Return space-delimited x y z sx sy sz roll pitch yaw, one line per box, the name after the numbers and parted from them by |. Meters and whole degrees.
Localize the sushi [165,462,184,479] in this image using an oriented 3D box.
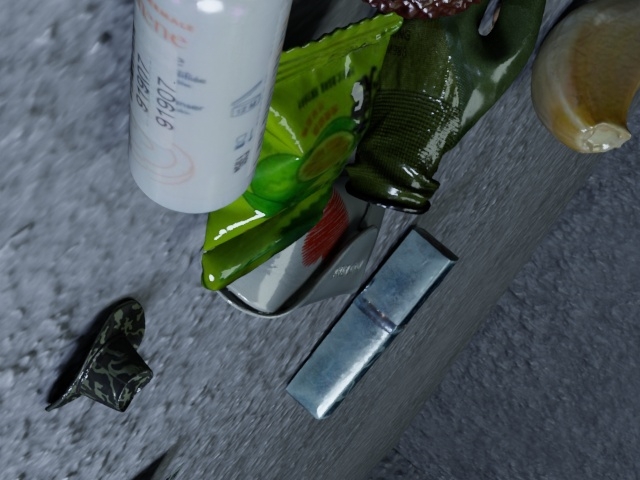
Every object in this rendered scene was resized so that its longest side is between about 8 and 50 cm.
-0.236 0.324 1.498 0.201 0.031 0.139 -40 164 -53 | sushi

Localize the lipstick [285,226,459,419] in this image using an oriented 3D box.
0.066 0.114 1.848 0.289 0.076 0.077 -51 170 13 | lipstick

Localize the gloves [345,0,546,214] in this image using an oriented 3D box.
0.097 -0.149 1.078 0.107 0.135 0.268 28 87 -57 | gloves

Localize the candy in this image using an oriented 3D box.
-0.020 -0.074 0.997 0.149 0.069 0.246 -36 165 -35 | candy

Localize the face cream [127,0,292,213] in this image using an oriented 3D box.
-0.059 -0.111 0.721 0.082 0.082 0.269 -44 165 -26 | face cream

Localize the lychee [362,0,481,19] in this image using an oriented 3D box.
0.059 -0.198 0.809 0.123 0.123 0.129 -38 134 -45 | lychee

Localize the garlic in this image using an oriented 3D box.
0.353 -0.215 1.697 0.245 0.164 0.145 -51 152 -22 | garlic

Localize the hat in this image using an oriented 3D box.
-0.160 0.103 1.063 0.121 0.050 0.121 -49 171 -11 | hat

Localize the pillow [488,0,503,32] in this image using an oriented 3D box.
0.225 -0.287 1.328 0.135 0.034 0.211 -47 169 -31 | pillow

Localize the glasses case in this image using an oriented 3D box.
0.001 -0.002 1.247 0.128 0.083 0.308 -53 168 14 | glasses case
